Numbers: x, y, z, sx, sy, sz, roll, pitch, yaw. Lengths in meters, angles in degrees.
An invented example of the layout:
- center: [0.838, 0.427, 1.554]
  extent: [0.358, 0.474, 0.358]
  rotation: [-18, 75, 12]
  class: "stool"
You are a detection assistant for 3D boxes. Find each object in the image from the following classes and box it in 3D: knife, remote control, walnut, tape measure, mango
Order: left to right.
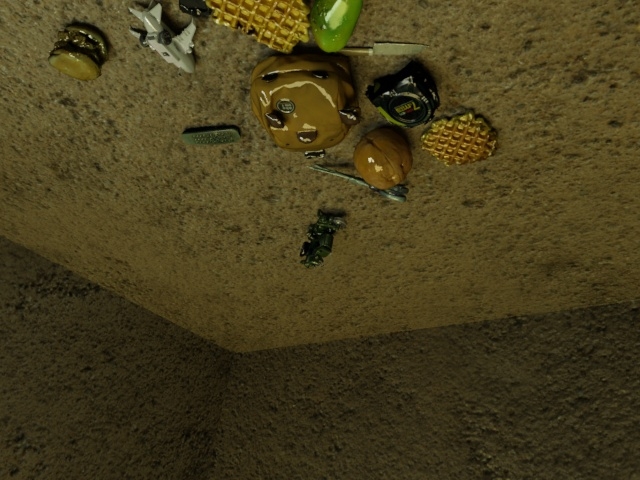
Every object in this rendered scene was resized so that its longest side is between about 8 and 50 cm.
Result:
- center: [-0.397, -0.381, 2.034]
  extent: [0.221, 0.042, 0.072]
  rotation: [0, 149, 13]
  class: "remote control"
- center: [0.041, -0.603, 1.477]
  extent: [0.125, 0.111, 0.233]
  rotation: [9, 149, -8]
  class: "mango"
- center: [0.163, -0.552, 1.620]
  extent: [0.297, 0.017, 0.047]
  rotation: [4, 145, 9]
  class: "knife"
- center: [0.215, -0.278, 1.912]
  extent: [0.193, 0.193, 0.225]
  rotation: [-13, 155, 32]
  class: "walnut"
- center: [0.261, -0.434, 1.706]
  extent: [0.199, 0.112, 0.186]
  rotation: [-14, 136, 43]
  class: "tape measure"

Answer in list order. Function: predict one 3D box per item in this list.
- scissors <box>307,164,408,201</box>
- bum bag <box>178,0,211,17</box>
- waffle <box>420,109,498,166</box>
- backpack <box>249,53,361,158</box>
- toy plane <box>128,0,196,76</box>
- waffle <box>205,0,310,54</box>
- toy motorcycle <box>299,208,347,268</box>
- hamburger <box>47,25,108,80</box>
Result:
- center: [0.139, -0.221, 2.064]
  extent: [0.383, 0.256, 0.029]
  rotation: [18, 107, 5]
  class: "scissors"
- center: [-0.350, -0.680, 1.509]
  extent: [0.087, 0.049, 0.198]
  rotation: [2, 149, 2]
  class: "bum bag"
- center: [0.464, -0.335, 1.881]
  extent: [0.237, 0.059, 0.243]
  rotation: [-17, 139, 42]
  class: "waffle"
- center: [-0.040, -0.406, 1.734]
  extent: [0.353, 0.201, 0.378]
  rotation: [-1, 154, 13]
  class: "backpack"
- center: [-0.450, -0.581, 1.652]
  extent: [0.251, 0.101, 0.255]
  rotation: [7, 152, 28]
  class: "toy plane"
- center: [-0.169, -0.633, 1.528]
  extent: [0.283, 0.065, 0.309]
  rotation: [-5, 145, 21]
  class: "waffle"
- center: [0.000, 0.000, 2.421]
  extent: [0.127, 0.205, 0.275]
  rotation: [21, 153, -18]
  class: "toy motorcycle"
- center: [-0.741, -0.573, 1.726]
  extent: [0.184, 0.131, 0.159]
  rotation: [-2, 157, 30]
  class: "hamburger"
